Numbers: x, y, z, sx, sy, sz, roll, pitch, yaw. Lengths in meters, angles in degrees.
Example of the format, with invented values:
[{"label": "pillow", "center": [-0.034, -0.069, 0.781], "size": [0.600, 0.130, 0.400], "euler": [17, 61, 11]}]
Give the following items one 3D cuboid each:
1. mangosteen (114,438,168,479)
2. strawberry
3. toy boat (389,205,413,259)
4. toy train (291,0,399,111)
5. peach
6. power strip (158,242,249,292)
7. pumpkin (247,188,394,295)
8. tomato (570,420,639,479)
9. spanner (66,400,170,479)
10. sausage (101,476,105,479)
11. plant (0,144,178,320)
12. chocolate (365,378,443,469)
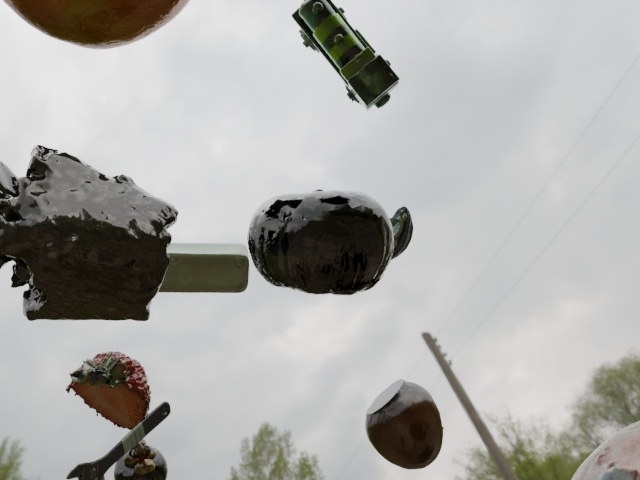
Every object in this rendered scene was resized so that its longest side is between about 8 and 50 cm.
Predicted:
[{"label": "mangosteen", "center": [-0.448, 0.562, 1.492], "size": [0.137, 0.137, 0.151], "euler": [-6, -58, -21]}, {"label": "strawberry", "center": [-0.494, 0.353, 1.457], "size": [0.188, 0.106, 0.286], "euler": [1, -42, 9]}, {"label": "toy boat", "center": [0.156, 0.010, 1.792], "size": [0.292, 0.070, 0.210], "euler": [-19, -46, -27]}, {"label": "toy train", "center": [0.037, -0.287, 0.897], "size": [0.083, 0.200, 0.132], "euler": [-42, 2, 7]}, {"label": "peach", "center": [-0.372, -0.510, 1.073], "size": [0.306, 0.242, 0.380], "euler": [33, -70, -30]}, {"label": "power strip", "center": [-0.335, 0.052, 1.181], "size": [0.385, 0.062, 0.091], "euler": [1, -62, -10]}, {"label": "pumpkin", "center": [0.000, 0.000, 0.951], "size": [0.233, 0.233, 0.163], "euler": [1, -88, -28]}, {"label": "tomato", "center": [0.432, 0.355, 0.666], "size": [0.283, 0.316, 0.316], "euler": [13, -52, -23]}, {"label": "spanner", "center": [-0.436, 0.452, 1.323], "size": [0.024, 0.316, 0.087], "euler": [-3, -69, 29]}, {"label": "sausage", "center": [-0.502, 0.585, 1.387], "size": [0.015, 0.100, 0.015], "euler": [-15, -33, -10]}, {"label": "plant", "center": [-0.336, 0.001, 0.774], "size": [0.276, 0.199, 0.188], "euler": [17, -45, -24]}, {"label": "chocolate", "center": [0.143, 0.308, 0.980], "size": [0.127, 0.133, 0.124], "euler": [-41, -6, -39]}]
